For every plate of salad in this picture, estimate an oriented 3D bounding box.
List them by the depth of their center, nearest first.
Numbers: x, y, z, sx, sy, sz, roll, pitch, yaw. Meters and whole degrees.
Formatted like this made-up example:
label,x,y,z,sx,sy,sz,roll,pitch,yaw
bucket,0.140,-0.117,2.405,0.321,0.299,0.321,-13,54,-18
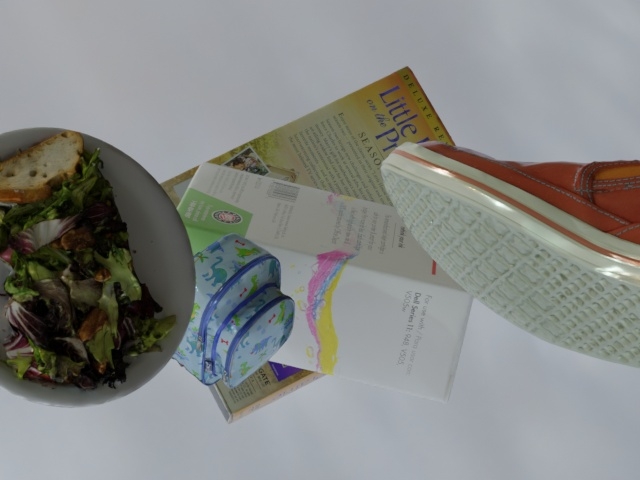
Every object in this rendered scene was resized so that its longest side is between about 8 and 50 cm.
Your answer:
label,x,y,z,sx,sy,sz,roll,pitch,yaw
plate of salad,-0.172,0.014,1.298,0.200,0.048,0.199,10,-112,-26

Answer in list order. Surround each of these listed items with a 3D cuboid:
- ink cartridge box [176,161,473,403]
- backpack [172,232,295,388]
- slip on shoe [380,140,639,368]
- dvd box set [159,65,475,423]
label,x,y,z,sx,sy,sz,roll,pitch,yaw
ink cartridge box,0.034,0.044,1.799,0.353,0.119,0.207,13,-162,1
backpack,-0.073,0.057,1.604,0.084,0.114,0.105,33,-126,26
slip on shoe,0.177,0.002,1.094,0.101,0.331,0.123,-52,-41,-26
dvd box set,0.000,0.000,2.388,0.307,0.420,0.062,60,166,12
